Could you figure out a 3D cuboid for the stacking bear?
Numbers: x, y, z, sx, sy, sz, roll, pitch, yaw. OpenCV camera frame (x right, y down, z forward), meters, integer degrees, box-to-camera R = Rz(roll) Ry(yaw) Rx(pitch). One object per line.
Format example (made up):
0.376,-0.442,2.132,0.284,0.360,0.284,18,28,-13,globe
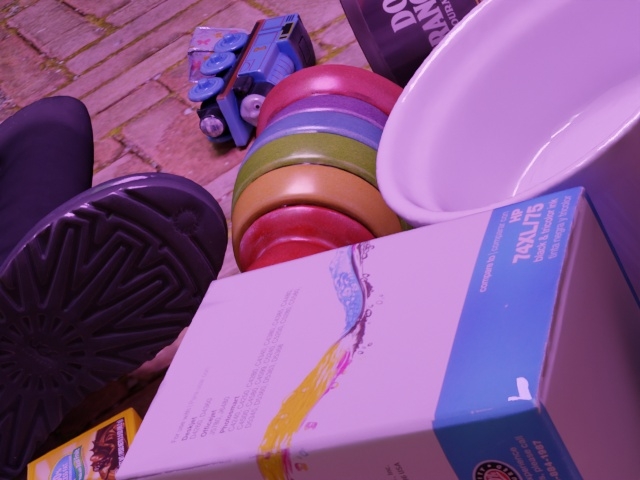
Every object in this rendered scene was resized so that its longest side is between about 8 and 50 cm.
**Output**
0.000,0.000,1.294,0.175,0.164,0.289,-17,35,23,stacking bear

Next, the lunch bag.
-0.110,-0.213,1.854,0.083,0.053,0.071,1,32,3,lunch bag

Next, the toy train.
-0.073,-0.175,1.731,0.105,0.080,0.184,-10,33,23,toy train

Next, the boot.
-0.237,-0.013,1.483,0.367,0.146,0.445,-41,22,16,boot

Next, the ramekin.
0.187,-0.077,1.104,0.277,0.135,0.277,-33,30,22,ramekin

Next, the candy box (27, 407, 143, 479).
-0.180,0.215,1.236,0.105,0.027,0.206,-31,27,6,candy box

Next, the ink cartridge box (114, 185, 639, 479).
0.059,0.126,0.967,0.270,0.198,0.197,-14,32,27,ink cartridge box

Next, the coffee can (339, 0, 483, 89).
0.164,-0.269,1.519,0.275,0.201,0.201,-24,28,12,coffee can
